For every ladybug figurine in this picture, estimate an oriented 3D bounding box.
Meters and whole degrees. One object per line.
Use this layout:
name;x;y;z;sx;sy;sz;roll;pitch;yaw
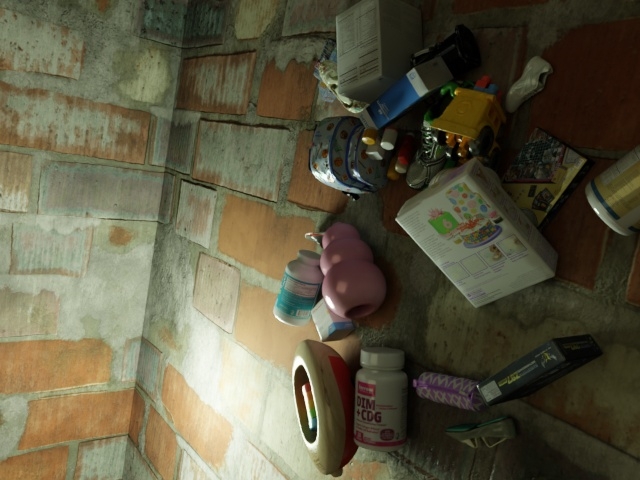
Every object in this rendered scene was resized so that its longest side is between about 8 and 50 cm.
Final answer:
ladybug figurine;0.025;0.546;1.799;0.305;0.162;0.449;123;140;-55

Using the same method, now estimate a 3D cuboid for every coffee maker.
coffee maker;0.365;-0.503;1.558;0.178;0.120;0.171;-19;99;49

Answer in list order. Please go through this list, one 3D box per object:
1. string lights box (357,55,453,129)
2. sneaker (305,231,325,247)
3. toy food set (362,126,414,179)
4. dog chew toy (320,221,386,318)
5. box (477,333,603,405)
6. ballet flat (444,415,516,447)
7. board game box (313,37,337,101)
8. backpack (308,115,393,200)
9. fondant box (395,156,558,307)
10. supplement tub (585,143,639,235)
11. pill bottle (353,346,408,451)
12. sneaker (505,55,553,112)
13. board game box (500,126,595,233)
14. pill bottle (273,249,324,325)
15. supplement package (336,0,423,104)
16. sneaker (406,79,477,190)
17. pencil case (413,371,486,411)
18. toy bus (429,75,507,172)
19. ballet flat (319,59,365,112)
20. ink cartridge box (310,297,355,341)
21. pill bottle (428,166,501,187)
string lights box;0.238;-0.411;1.547;0.076;0.133;0.260;58;144;-1
sneaker;0.000;0.000;1.984;0.158;0.061;0.065;0;93;51
toy food set;0.216;-0.286;1.619;0.111;0.232;0.104;1;64;36
dog chew toy;0.092;0.084;1.768;0.206;0.207;0.332;-43;47;39
box;0.507;0.301;1.252;0.232;0.183;0.059;-47;54;36
ballet flat;0.420;0.515;1.429;0.213;0.072;0.068;-32;67;44
board game box;0.039;-0.622;1.983;0.194;0.060;0.194;49;122;40
backpack;0.097;-0.275;1.727;0.213;0.263;0.276;3;89;50
fondant box;0.387;-0.009;1.344;0.330;0.096;0.238;46;134;-10
supplement tub;0.674;-0.120;1.114;0.199;0.144;0.144;-46;54;37
pill bottle;0.184;0.476;1.643;0.160;0.160;0.283;-1;86;50
sneaker;0.530;-0.391;1.380;0.061;0.054;0.152;50;123;37
board game box;0.540;-0.138;1.356;0.165;0.042;0.243;52;125;39
pill bottle;-0.073;0.171;1.989;0.146;0.146;0.264;34;112;46
supplement package;0.186;-0.588;1.694;0.198;0.199;0.262;-9;81;50
sneaker;0.326;-0.301;1.544;0.134;0.146;0.343;47;125;42
pencil case;0.362;0.416;1.492;0.206;0.088;0.086;-5;81;51
toy bus;0.416;-0.309;1.417;0.149;0.220;0.211;26;86;39
ballet flat;0.066;-0.540;1.872;0.241;0.077;0.091;49;126;14
ink cartridge box;0.039;0.269;1.890;0.092;0.090;0.143;-47;52;37
pill bottle;0.380;-0.140;1.460;0.215;0.117;0.117;-161;77;-72
